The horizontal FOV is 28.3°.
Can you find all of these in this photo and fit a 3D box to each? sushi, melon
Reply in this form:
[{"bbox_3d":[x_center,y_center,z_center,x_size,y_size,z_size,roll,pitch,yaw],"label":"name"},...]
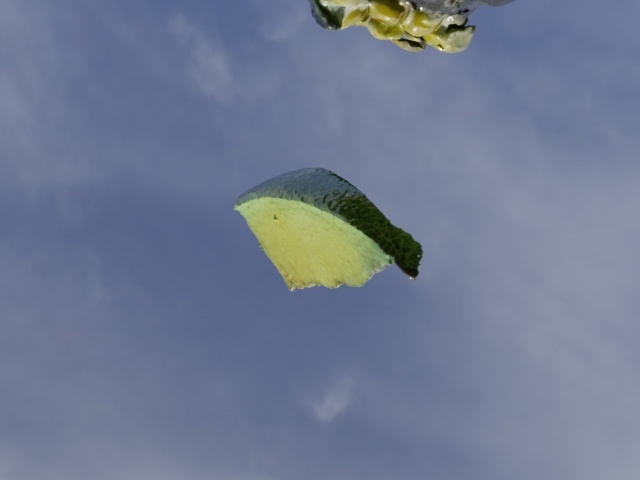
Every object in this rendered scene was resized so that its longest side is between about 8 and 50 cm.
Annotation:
[{"bbox_3d":[0.068,-0.394,1.584,0.328,0.285,0.328,0,-127,-55],"label":"sushi"},{"bbox_3d":[0.001,0.000,1.045,0.053,0.262,0.114,-10,-78,-26],"label":"melon"}]
